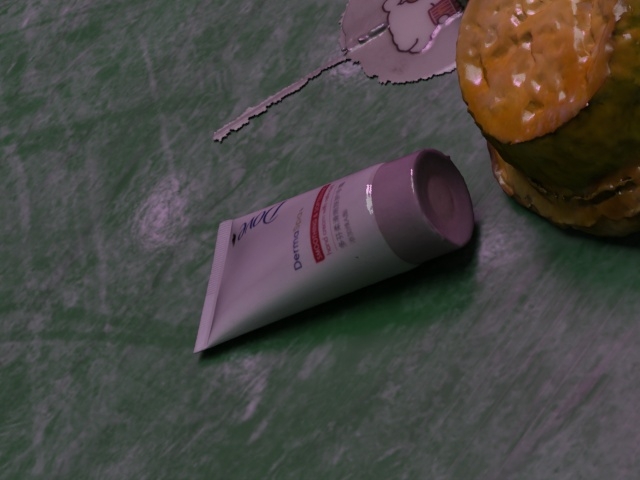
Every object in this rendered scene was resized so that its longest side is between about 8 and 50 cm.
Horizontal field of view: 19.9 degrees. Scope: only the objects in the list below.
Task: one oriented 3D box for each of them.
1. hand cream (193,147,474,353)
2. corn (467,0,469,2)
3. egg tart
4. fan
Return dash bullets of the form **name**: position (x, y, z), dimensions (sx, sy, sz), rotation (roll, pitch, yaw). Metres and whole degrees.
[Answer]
- **hand cream**: position (0.000, 0.000, 1.447), dimensions (0.248, 0.083, 0.133), rotation (-22, 42, 32)
- **corn**: position (0.123, -0.309, 1.588), dimensions (0.127, 0.126, 0.335), rotation (-34, 38, 6)
- **egg tart**: position (0.192, -0.143, 1.335), dimensions (0.288, 0.118, 0.288), rotation (-17, 68, 50)
- **fan**: position (0.040, -0.178, 1.614), dimensions (0.329, 0.009, 0.190), rotation (-30, 43, 10)
